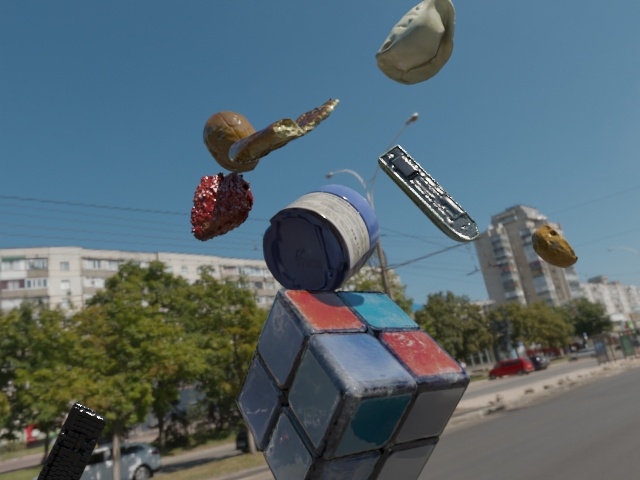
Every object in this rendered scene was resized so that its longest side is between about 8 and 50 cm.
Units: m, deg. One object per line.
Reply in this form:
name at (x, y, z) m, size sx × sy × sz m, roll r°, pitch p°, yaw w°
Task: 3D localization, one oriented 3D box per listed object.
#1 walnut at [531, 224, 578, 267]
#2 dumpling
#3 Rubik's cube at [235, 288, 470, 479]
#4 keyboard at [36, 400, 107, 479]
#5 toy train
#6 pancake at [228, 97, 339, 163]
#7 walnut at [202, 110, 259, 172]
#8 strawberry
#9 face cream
walnut at (0.509, 0.020, 1.170) m, size 0.052 × 0.121 × 0.091 m, roll -32°, pitch -53°, yaw 0°
dumpling at (0.207, -0.390, 1.051) m, size 0.134 × 0.169 × 0.100 m, roll 38°, pitch -4°, yaw -25°
Rubik's cube at (0.050, 0.309, 1.077) m, size 0.318 × 0.313 × 0.316 m, roll 7°, pitch -65°, yaw -36°
keyboard at (-0.386, 0.339, 0.794) m, size 0.060 × 0.196 × 0.018 m, roll 26°, pitch 6°, yaw -2°
toy train at (0.336, -0.130, 1.641) m, size 0.086 × 0.407 × 0.088 m, roll -33°, pitch -27°, yaw -10°
pancake at (-0.077, -0.238, 1.101) m, size 0.244 × 0.057 × 0.266 m, roll -36°, pitch 20°, yaw -13°
walnut at (-0.271, -0.304, 1.640) m, size 0.167 × 0.207 × 0.167 m, roll -37°, pitch 6°, yaw 4°
strawberry at (-0.213, -0.085, 1.181) m, size 0.085 × 0.141 × 0.192 m, roll -11°, pitch 8°, yaw 36°
face cream at (0.000, 0.000, 1.351) m, size 0.248 × 0.249 × 0.225 m, roll -22°, pitch 7°, yaw 32°
